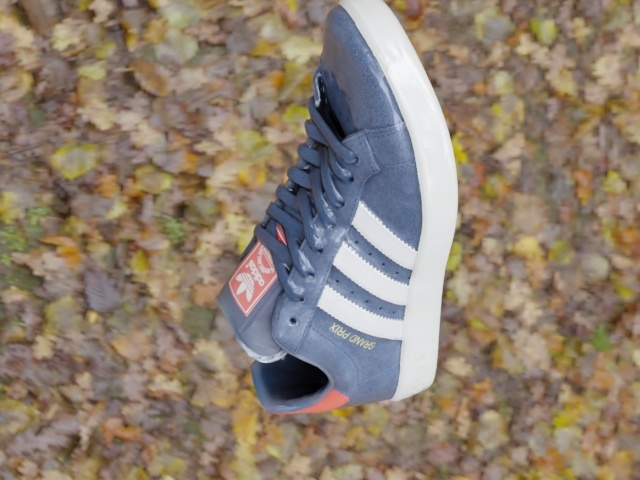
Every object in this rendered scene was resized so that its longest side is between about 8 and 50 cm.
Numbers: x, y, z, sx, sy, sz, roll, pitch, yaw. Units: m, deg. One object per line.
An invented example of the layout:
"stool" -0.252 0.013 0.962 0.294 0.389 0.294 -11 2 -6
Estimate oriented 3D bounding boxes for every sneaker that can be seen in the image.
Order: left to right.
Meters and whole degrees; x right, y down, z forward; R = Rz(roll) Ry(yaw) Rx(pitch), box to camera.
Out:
"sneaker" 0.000 0.000 0.901 0.148 0.131 0.350 -15 133 -12
